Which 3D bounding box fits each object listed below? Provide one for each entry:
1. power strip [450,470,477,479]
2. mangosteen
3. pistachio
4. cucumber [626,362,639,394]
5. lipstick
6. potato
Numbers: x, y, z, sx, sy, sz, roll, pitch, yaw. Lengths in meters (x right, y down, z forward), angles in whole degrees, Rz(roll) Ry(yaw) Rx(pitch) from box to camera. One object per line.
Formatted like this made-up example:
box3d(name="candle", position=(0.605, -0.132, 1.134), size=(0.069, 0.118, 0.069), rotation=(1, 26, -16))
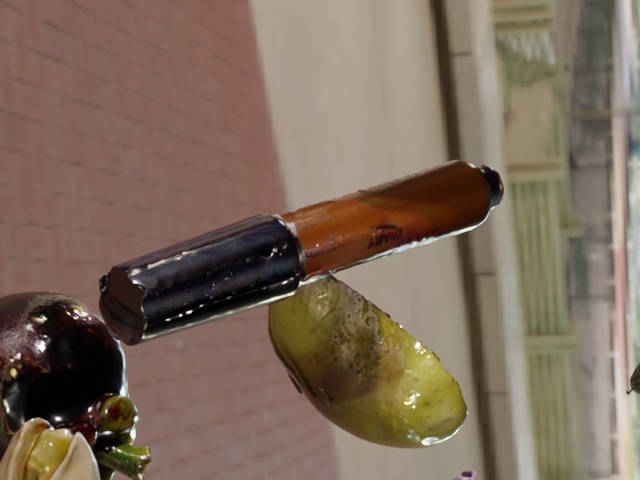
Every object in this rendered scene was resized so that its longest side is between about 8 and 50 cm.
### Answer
box3d(name="power strip", position=(0.031, 0.282, 1.125), size=(0.037, 0.279, 0.109), rotation=(53, -22, -4))
box3d(name="mangosteen", position=(-0.407, 0.229, 2.035), size=(0.313, 0.297, 0.297), rotation=(-114, -172, -51))
box3d(name="pistachio", position=(-0.320, 0.306, 1.696), size=(0.144, 0.144, 0.215), rotation=(-72, 174, -58))
box3d(name="cucumber", position=(0.338, 0.113, 1.342), size=(0.168, 0.039, 0.039), rotation=(-33, -131, 55))
box3d(name="lipstick", position=(0.000, 0.000, 1.238), size=(0.418, 0.077, 0.077), rotation=(-18, 109, -36))
box3d(name="potato", position=(0.030, 0.146, 1.592), size=(0.111, 0.271, 0.160), rotation=(-42, 156, -24))
